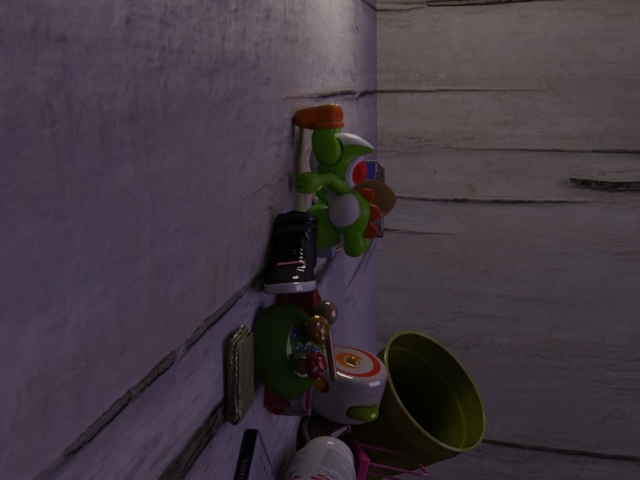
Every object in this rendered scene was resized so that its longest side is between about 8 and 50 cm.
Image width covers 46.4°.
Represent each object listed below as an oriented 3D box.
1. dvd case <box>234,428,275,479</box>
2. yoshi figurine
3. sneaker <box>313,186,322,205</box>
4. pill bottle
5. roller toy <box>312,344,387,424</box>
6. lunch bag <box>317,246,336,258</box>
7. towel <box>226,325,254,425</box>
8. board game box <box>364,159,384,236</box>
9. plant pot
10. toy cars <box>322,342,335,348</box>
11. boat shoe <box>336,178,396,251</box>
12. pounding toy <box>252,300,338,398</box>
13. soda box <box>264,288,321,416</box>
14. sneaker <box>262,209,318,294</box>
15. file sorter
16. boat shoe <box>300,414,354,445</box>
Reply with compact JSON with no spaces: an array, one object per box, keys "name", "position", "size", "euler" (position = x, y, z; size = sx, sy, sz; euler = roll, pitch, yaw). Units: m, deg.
[{"name":"dvd case","position":[-0.127,0.484,1.325],"size":[0.179,0.030,0.238],"euler":[81,14,-45]},{"name":"yoshi figurine","position":[0.006,-0.129,1.770],"size":[0.203,0.203,0.362],"euler":[-6,-81,60]},{"name":"sneaker","position":[0.010,-0.116,2.008],"size":[0.152,0.054,0.061],"euler":[-63,162,-56]},{"name":"pill bottle","position":[-0.007,0.543,1.633],"size":[0.283,0.160,0.160],"euler":[-35,125,-78]},{"name":"roller toy","position":[0.066,0.356,1.893],"size":[0.191,0.209,0.146],"euler":[-46,151,-67]},{"name":"lunch bag","position":[0.000,0.000,1.880],"size":[0.053,0.071,0.083],"euler":[-54,146,-66]},{"name":"towel","position":[-0.135,0.225,1.257],"size":[0.110,0.027,0.148],"euler":[-36,125,-79]},{"name":"board game box","position":[0.116,-0.122,2.322],"size":[0.291,0.141,0.232],"euler":[-5,96,-80]},{"name":"plant pot","position":[0.212,0.505,2.115],"size":[0.353,0.366,0.366],"euler":[-45,-163,32]},{"name":"toy cars","position":[0.053,0.394,2.173],"size":[0.393,0.087,0.176],"euler":[61,31,-71]},{"name":"boat shoe","position":[0.089,-0.068,2.055],"size":[0.341,0.121,0.110],"euler":[-34,166,-47]},{"name":"pounding toy","position":[-0.014,0.202,1.427],"size":[0.237,0.110,0.183],"euler":[-3,82,-53]},{"name":"soda box","position":[-0.054,0.226,1.555],"size":[0.092,0.083,0.263],"euler":[69,24,-64]},{"name":"sneaker","position":[-0.059,0.019,1.481],"size":[0.296,0.105,0.147],"euler":[-66,154,-80]},{"name":"file sorter","position":[0.132,0.667,1.835],"size":[0.202,0.182,0.290],"euler":[178,-73,-82]},{"name":"boat shoe","position":[0.027,0.478,1.912],"size":[0.095,0.095,0.257],"euler":[67,13,9]}]
